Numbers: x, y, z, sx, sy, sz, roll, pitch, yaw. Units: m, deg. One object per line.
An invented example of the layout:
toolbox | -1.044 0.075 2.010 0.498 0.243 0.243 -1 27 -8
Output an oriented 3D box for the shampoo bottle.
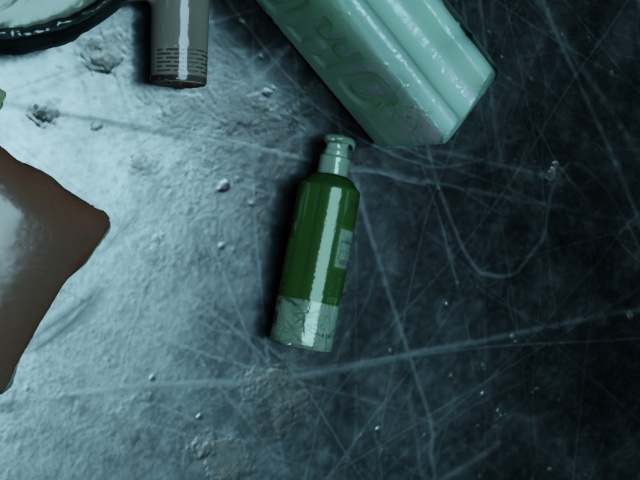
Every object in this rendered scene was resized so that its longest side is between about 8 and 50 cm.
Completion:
shampoo bottle | 0.000 0.000 0.987 0.065 0.065 0.204 11 88 -28

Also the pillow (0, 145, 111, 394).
pillow | -0.279 0.012 0.830 0.171 0.075 0.179 36 76 -25

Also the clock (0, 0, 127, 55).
clock | -0.259 -0.299 0.797 0.313 0.061 0.312 0 92 -16

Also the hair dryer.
hair dryer | -0.200 -0.235 0.879 0.221 0.054 0.195 2 91 -21

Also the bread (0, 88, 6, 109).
bread | -0.406 -0.006 0.694 0.237 0.165 0.375 23 77 7

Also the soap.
soap | 0.031 -0.202 0.939 0.261 0.150 0.094 47 69 -21
